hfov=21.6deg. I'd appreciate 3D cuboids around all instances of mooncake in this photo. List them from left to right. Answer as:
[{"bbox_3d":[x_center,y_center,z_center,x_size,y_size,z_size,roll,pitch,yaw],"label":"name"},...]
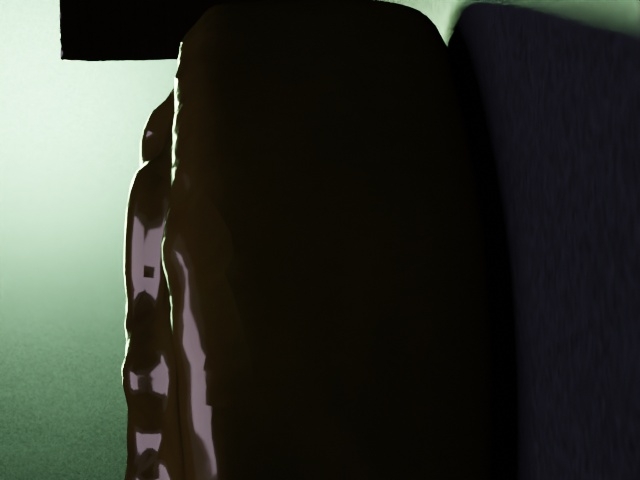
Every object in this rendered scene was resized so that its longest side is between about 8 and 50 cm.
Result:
[{"bbox_3d":[-0.008,0.026,0.578,0.235,0.117,0.234,176,90,-88],"label":"mooncake"}]

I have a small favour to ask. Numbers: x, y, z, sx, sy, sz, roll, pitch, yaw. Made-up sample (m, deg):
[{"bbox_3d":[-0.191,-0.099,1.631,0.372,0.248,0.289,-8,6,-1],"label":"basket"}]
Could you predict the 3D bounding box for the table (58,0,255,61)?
[{"bbox_3d":[-0.092,-0.273,1.158,0.250,0.196,0.282,-114,22,-78],"label":"table"}]
